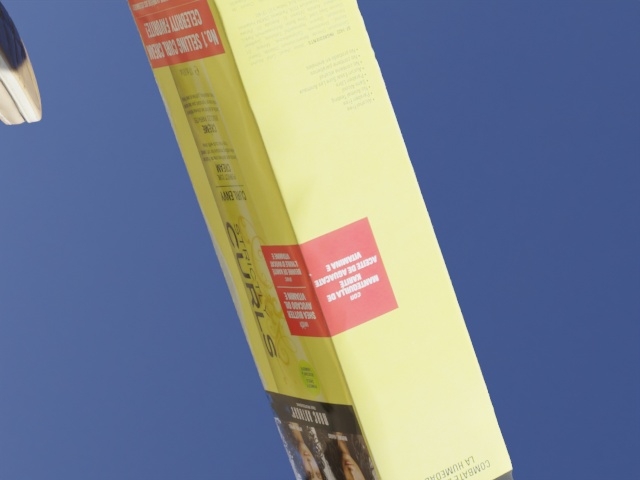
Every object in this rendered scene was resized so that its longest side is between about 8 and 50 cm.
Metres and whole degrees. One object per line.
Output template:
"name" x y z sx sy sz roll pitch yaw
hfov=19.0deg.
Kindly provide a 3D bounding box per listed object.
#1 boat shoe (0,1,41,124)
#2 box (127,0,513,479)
"boat shoe" -0.216 -0.123 1.089 0.059 0.170 0.063 -23 -133 7
"box" 0.000 0.000 0.726 0.087 0.058 0.232 3 -67 65
